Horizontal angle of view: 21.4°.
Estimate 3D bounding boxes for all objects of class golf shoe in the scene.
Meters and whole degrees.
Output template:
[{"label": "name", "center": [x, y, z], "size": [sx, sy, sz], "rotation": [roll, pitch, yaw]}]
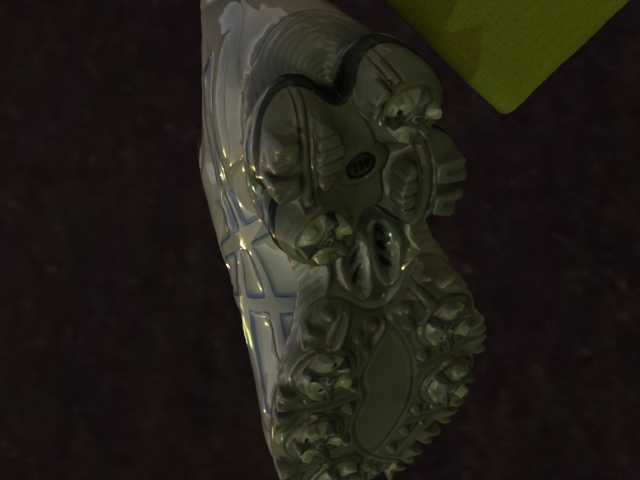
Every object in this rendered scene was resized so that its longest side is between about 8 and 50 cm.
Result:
[{"label": "golf shoe", "center": [0.000, 0.000, 0.489], "size": [0.086, 0.069, 0.176], "rotation": [51, 153, 41]}]

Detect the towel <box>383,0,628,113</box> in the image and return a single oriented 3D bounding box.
[{"label": "towel", "center": [0.010, -0.127, 0.380], "size": [0.102, 0.237, 0.021], "rotation": [-43, 40, 10]}]
